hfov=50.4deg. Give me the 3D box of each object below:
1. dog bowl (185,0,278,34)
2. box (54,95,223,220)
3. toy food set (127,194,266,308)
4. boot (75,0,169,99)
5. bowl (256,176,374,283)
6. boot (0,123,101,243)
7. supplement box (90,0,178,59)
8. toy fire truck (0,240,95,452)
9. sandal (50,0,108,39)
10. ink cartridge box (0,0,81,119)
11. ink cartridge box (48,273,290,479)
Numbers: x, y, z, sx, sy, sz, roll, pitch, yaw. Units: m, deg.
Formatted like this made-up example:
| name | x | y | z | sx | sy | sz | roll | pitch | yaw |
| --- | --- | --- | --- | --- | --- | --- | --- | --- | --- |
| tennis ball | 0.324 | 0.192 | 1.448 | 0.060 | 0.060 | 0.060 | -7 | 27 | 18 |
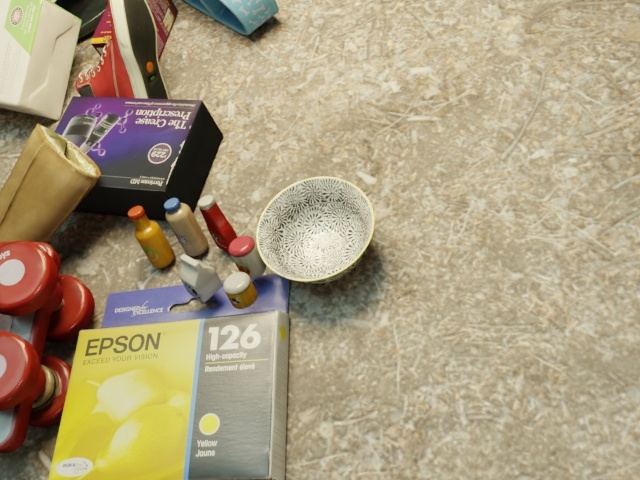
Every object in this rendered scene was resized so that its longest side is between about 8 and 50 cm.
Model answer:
| name | x | y | z | sx | sy | sz | roll | pitch | yaw |
| --- | --- | --- | --- | --- | --- | --- | --- | --- | --- |
| dog bowl | -0.209 | -0.484 | 1.282 | 0.297 | 0.166 | 0.074 | 37 | 88 | 30 |
| box | -0.322 | -0.140 | 1.142 | 0.261 | 0.103 | 0.185 | 5 | 64 | 19 |
| toy food set | -0.173 | 0.004 | 0.985 | 0.232 | 0.105 | 0.111 | 24 | 58 | 42 |
| boot | -0.374 | -0.327 | 1.194 | 0.176 | 0.245 | 0.088 | 7 | 31 | 21 |
| bowl | 0.000 | 0.000 | 0.974 | 0.170 | 0.080 | 0.170 | -7 | 58 | 12 |
| boot | -0.496 | -0.070 | 1.079 | 0.236 | 0.089 | 0.270 | 40 | 106 | 8 |
| supplement box | -0.354 | -0.414 | 1.310 | 0.080 | 0.104 | 0.188 | 2 | 60 | 18 |
| toy fire truck | -0.477 | 0.137 | 0.947 | 0.253 | 0.169 | 0.303 | 0 | 67 | 6 |
| sandal | -0.619 | -0.466 | 1.417 | 0.445 | 0.107 | 0.168 | -19 | 57 | 4 |
| ink cartridge box | -0.657 | -0.371 | 1.309 | 0.353 | 0.119 | 0.207 | 14 | 92 | 18 |
| ink cartridge box | -0.196 | 0.182 | 0.932 | 0.303 | 0.072 | 0.308 | -8 | 60 | 12 |
